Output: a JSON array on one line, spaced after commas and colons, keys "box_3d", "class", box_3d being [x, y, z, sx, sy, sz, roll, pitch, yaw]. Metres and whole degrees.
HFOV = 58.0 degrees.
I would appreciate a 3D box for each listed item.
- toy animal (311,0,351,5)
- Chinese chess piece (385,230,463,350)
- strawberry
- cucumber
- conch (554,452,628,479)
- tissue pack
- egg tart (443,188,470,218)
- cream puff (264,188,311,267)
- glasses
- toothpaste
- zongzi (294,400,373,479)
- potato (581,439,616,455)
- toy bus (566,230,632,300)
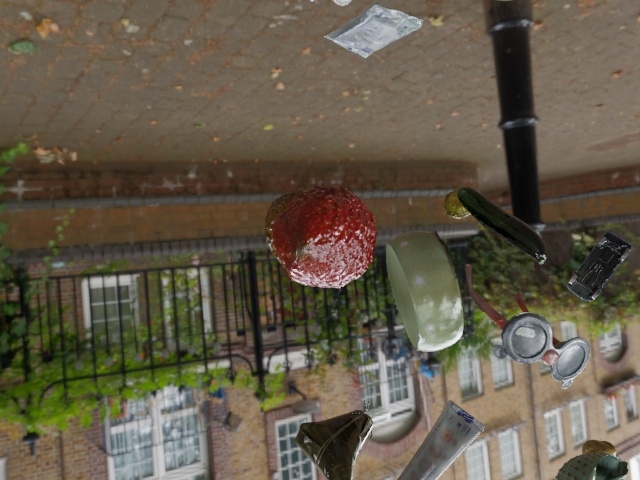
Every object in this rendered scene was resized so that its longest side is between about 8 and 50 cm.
[{"box_3d": [0.011, -0.733, 1.609, 0.104, 0.130, 0.221, -1, -155, -38], "class": "toy animal"}, {"box_3d": [0.299, 0.143, 1.666, 0.146, 0.349, 0.349, -14, 178, -2], "class": "Chinese chess piece"}, {"box_3d": [0.000, 0.000, 1.353, 0.257, 0.257, 0.277, -7, -173, 26], "class": "strawberry"}, {"box_3d": [0.364, -0.038, 1.165, 0.056, 0.056, 0.284, -4, -148, -23], "class": "cucumber"}, {"box_3d": [0.614, 0.575, 1.338, 0.200, 0.172, 0.131, -50, -162, -24], "class": "conch"}, {"box_3d": [0.110, -0.442, 1.223, 0.122, 0.026, 0.193, 13, 168, -33], "class": "tissue pack"}, {"box_3d": [0.427, -0.119, 1.777, 0.105, 0.105, 0.039, -6, 152, 16], "class": "egg tart"}, {"box_3d": [-0.044, -0.012, 1.782, 0.303, 0.303, 0.212, -7, -157, 38], "class": "cream puff"}, {"box_3d": [0.415, 0.179, 1.227, 0.234, 0.118, 0.268, 25, -169, -22], "class": "glasses"}, {"box_3d": [0.246, 0.528, 1.346, 0.100, 0.323, 0.066, 37, -175, 9], "class": "toothpaste"}, {"box_3d": [0.090, 0.560, 1.519, 0.248, 0.111, 0.241, -4, -145, -38], "class": "zongzi"}, {"box_3d": [0.772, 0.586, 1.600, 0.083, 0.068, 0.062, -8, 158, -4], "class": "potato"}, {"box_3d": [0.668, 0.065, 1.390, 0.073, 0.167, 0.076, 37, -170, 17], "class": "toy bus"}]
